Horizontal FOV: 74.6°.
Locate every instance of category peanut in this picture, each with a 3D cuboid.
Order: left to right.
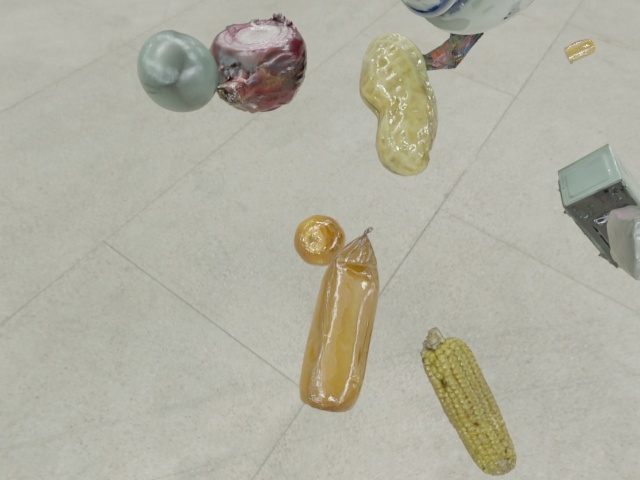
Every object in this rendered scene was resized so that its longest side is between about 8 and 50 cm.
[{"bbox_3d":[0.159,-0.277,0.852,0.146,0.147,0.306,-13,80,-11],"label":"peanut"}]

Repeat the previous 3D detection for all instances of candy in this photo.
[{"bbox_3d":[0.874,0.008,1.120,0.137,0.185,0.195,-10,15,18],"label":"candy"}]

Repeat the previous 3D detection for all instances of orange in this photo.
[{"bbox_3d":[0.000,0.000,1.229,0.154,0.134,0.155,1,93,21],"label":"orange"}]

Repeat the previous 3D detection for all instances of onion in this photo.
[{"bbox_3d":[-0.111,-0.264,0.694,0.172,0.135,0.199,6,56,20],"label":"onion"}]

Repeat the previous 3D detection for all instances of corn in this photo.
[{"bbox_3d":[0.312,0.340,0.901,0.119,0.119,0.322,-23,86,-17],"label":"corn"}]

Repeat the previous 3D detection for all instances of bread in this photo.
[{"bbox_3d":[0.694,-0.515,1.151,0.103,0.049,0.062,-26,16,-11],"label":"bread"}]

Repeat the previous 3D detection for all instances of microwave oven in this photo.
[{"bbox_3d":[1.053,-0.116,1.534,0.355,0.218,0.287,42,44,-16],"label":"microwave oven"}]

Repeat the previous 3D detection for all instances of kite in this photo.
[{"bbox_3d":[0.356,-0.522,1.143,0.320,0.234,0.016,-29,78,15],"label":"kite"}]

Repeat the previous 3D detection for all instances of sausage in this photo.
[{"bbox_3d":[0.043,0.133,0.750,0.111,0.112,0.329,12,77,5],"label":"sausage"}]

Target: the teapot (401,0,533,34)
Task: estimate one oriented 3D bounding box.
[{"bbox_3d":[0.201,-0.431,0.613,0.279,0.253,0.424,-29,29,-17],"label":"teapot"}]

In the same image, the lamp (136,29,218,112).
[{"bbox_3d":[-0.192,-0.227,0.568,0.105,0.105,0.105,1,56,-2],"label":"lamp"}]
